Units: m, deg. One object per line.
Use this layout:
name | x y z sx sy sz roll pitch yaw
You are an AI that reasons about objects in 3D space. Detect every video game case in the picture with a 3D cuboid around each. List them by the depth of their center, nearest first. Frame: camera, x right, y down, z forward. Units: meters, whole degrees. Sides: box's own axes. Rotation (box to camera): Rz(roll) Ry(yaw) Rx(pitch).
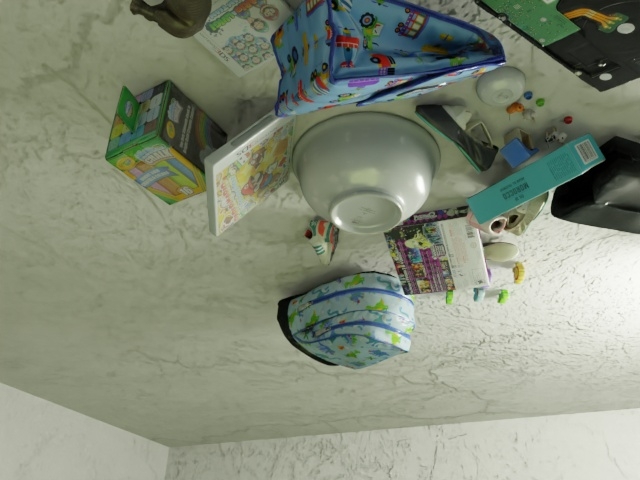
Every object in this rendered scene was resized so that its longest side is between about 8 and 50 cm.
video game case | -0.116 -0.332 0.969 0.157 0.019 0.143 -20 143 31
video game case | -0.127 -0.129 1.158 0.026 0.206 0.227 40 152 16
video game case | 0.273 0.029 1.462 0.210 0.041 0.232 -10 131 18

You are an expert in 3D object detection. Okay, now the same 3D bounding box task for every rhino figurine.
rhino figurine | -0.180 -0.378 0.848 0.106 0.073 0.243 20 138 -18

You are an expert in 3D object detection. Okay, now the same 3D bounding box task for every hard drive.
hard drive | 0.382 -0.333 0.840 0.339 0.064 0.237 20 161 -28

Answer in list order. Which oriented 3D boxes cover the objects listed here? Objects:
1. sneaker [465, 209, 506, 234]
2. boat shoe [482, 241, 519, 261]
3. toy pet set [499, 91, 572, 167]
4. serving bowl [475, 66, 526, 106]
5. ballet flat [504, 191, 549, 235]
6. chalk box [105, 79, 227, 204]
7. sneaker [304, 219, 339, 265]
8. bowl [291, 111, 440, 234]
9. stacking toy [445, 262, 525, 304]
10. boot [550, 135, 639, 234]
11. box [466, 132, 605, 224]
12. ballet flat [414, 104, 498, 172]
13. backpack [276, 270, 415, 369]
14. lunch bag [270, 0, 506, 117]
sneaker | 0.375 -0.035 1.346 0.134 0.051 0.070 5 -164 -47
boat shoe | 0.404 0.026 1.505 0.137 0.043 0.049 -7 107 11
toy pet set | 0.379 -0.188 1.128 0.122 0.065 0.114 20 143 -26
serving bowl | 0.307 -0.255 1.062 0.083 0.027 0.083 1 149 1
ballet flat | 0.438 -0.060 1.351 0.052 0.057 0.168 12 148 2
chalk box | -0.288 -0.183 1.119 0.132 0.132 0.213 -17 143 28
sneaker | 0.000 0.000 1.487 0.075 0.057 0.161 18 151 6
bowl | 0.088 -0.103 1.225 0.298 0.134 0.297 2 148 1
stacking toy | 0.429 0.124 1.655 0.167 0.052 0.221 2 149 1
boot | 0.682 -0.025 1.296 0.446 0.146 0.367 7 139 -15
box | 0.405 -0.114 1.195 0.101 0.060 0.244 -24 175 -40
ballet flat | 0.254 -0.200 1.128 0.203 0.074 0.074 33 137 -32
backpack | 0.094 0.215 1.673 0.290 0.273 0.356 34 125 -31
lunch bag | 0.102 -0.263 0.913 0.293 0.138 0.221 -3 180 -22
